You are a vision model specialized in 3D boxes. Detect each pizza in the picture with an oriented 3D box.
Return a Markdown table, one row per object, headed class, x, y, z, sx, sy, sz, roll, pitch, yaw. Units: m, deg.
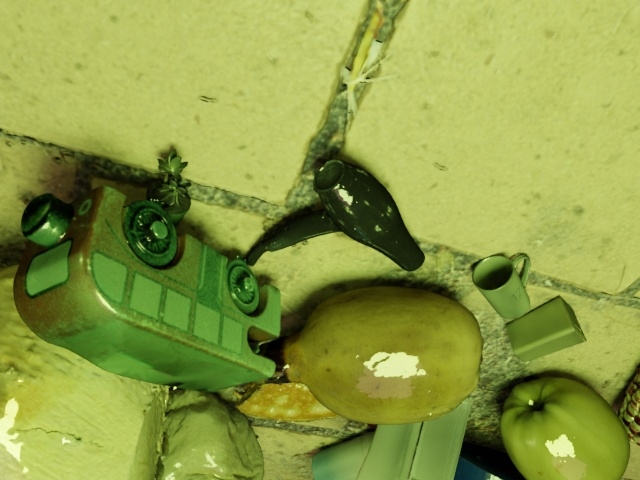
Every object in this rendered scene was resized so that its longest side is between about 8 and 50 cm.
| class | x | y | z | sx | sy | sz | roll | pitch | yaw |
| --- | --- | --- | --- | --- | --- | --- | --- | --- | --- |
| pizza | -0.039 | 0.205 | 0.796 | 0.188 | 0.062 | 0.199 | 6 | 124 | -9 |

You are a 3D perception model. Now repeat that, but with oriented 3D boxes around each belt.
| class | x | y | z | sx | sy | sz | roll | pitch | yaw |
| --- | --- | --- | --- | --- | --- | --- | --- | --- | --- |
| belt | 0.355 | 0.470 | 0.925 | 0.346 | 0.212 | 0.117 | 26 | 83 | -29 |

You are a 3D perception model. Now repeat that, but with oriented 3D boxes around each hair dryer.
| class | x | y | z | sx | sy | sz | roll | pitch | yaw |
| --- | --- | --- | --- | --- | --- | --- | --- | --- | --- |
| hair dryer | 0.000 | 0.000 | 0.623 | 0.219 | 0.075 | 0.195 | -19 | 139 | 28 |

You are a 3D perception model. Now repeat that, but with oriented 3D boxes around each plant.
| class | x | y | z | sx | sy | sz | roll | pitch | yaw |
| --- | --- | --- | --- | --- | --- | --- | --- | --- | --- |
| plant | -0.166 | -0.054 | 0.564 | 0.051 | 0.051 | 0.102 | 19 | 134 | -17 |

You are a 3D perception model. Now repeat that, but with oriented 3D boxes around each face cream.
| class | x | y | z | sx | sy | sz | roll | pitch | yaw |
| --- | --- | --- | --- | --- | --- | --- | --- | --- | --- |
| face cream | 0.103 | 0.401 | 0.958 | 0.250 | 0.077 | 0.077 | -29 | 126 | 22 |

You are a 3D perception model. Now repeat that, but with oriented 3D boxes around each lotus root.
| class | x | y | z | sx | sy | sz | roll | pitch | yaw |
| --- | --- | --- | --- | --- | --- | --- | --- | --- | --- |
| lotus root | 0.059 | 0.151 | 0.674 | 0.309 | 0.183 | 0.183 | 0 | 132 | -2 |

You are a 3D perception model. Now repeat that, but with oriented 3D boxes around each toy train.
| class | x | y | z | sx | sy | sz | roll | pitch | yaw |
| --- | --- | --- | --- | --- | --- | --- | --- | --- | --- |
| toy train | -0.175 | 0.067 | 0.560 | 0.129 | 0.160 | 0.326 | -20 | 145 | 24 |

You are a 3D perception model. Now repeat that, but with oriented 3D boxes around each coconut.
| class | x | y | z | sx | sy | sz | roll | pitch | yaw |
| --- | --- | --- | --- | --- | --- | --- | --- | --- | --- |
| coconut | -0.360 | 0.203 | 0.599 | 0.346 | 0.347 | 0.360 | -25 | 135 | 20 |

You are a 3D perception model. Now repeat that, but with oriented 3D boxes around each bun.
| class | x | y | z | sx | sy | sz | roll | pitch | yaw |
| --- | --- | --- | --- | --- | --- | --- | --- | --- | --- |
| bun | -0.221 | 0.368 | 0.844 | 0.281 | 0.205 | 0.282 | 8 | 128 | 10 |

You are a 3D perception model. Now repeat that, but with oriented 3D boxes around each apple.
| class | x | y | z | sx | sy | sz | roll | pitch | yaw |
| --- | --- | --- | --- | --- | --- | --- | --- | --- | --- |
| apple | 0.392 | 0.318 | 0.823 | 0.199 | 0.200 | 0.200 | -1 | 132 | -1 |

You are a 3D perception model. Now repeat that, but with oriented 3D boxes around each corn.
| class | x | y | z | sx | sy | sz | roll | pitch | yaw |
| --- | --- | --- | --- | --- | --- | --- | --- | --- | --- |
| corn | 0.556 | 0.237 | 0.813 | 0.092 | 0.092 | 0.281 | -3 | 129 | 1 |

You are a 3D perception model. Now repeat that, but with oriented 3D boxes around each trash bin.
| class | x | y | z | sx | sy | sz | roll | pitch | yaw |
| --- | --- | --- | --- | --- | --- | --- | --- | --- | --- |
| trash bin | 0.322 | 0.132 | 0.733 | 0.092 | 0.061 | 0.043 | -34 | 125 | 28 |

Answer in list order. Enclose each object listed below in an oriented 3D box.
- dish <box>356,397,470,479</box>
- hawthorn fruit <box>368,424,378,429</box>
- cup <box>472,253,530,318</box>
| class | x | y | z | sx | sy | sz | roll | pitch | yaw |
| --- | --- | --- | --- | --- | --- | --- | --- | --- | --- |
| dish | 0.160 | 0.298 | 0.778 | 0.151 | 0.213 | 0.077 | 29 | 160 | -24 |
| hawthorn fruit | 0.113 | 0.267 | 0.840 | 0.081 | 0.081 | 0.093 | 30 | 115 | -25 |
| cup | 0.248 | 0.057 | 0.681 | 0.054 | 0.075 | 0.083 | 7 | 149 | 46 |
